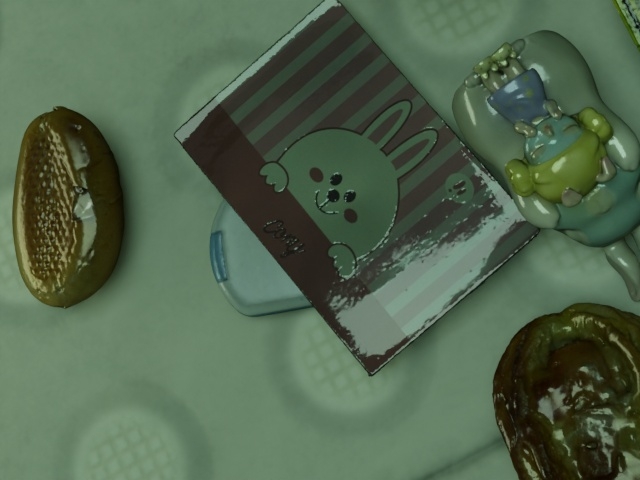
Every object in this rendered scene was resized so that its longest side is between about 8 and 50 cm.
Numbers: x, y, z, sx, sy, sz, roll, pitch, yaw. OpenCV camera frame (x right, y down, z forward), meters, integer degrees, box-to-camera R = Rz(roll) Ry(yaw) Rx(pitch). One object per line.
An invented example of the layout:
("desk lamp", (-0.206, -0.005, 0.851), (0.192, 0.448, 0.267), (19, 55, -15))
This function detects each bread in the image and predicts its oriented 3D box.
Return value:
("bread", (-0.236, -0.030, 1.695), (0.114, 0.077, 0.189), (-2, 85, 36))

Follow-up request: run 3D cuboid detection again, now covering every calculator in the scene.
("calculator", (0.000, 0.000, 1.643), (0.210, 0.039, 0.121), (-9, 84, 14))

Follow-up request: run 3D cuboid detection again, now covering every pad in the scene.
("pad", (0.027, -0.053, 1.618), (0.202, 0.005, 0.300), (-41, 73, 6))

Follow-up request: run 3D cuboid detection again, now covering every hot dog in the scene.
("hot dog", (0.248, 0.172, 1.518), (0.175, 0.114, 0.259), (-30, 78, 10))

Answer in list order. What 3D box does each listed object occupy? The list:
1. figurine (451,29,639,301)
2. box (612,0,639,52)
("figurine", (0.221, -0.059, 1.531), (0.127, 0.155, 0.235), (-36, 81, -4))
("box", (0.357, -0.157, 1.542), (0.141, 0.064, 0.220), (-29, 80, 14))
